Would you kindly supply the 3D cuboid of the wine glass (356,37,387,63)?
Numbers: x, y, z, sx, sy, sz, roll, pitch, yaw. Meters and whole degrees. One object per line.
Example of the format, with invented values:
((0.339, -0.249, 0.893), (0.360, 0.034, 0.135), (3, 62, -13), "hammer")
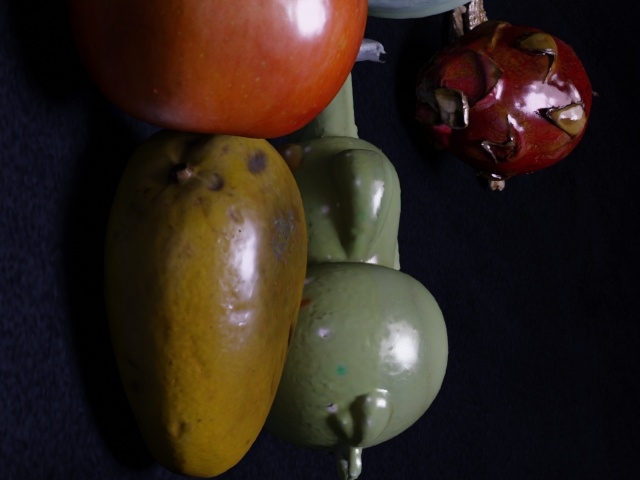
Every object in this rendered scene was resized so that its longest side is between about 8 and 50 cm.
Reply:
((-0.025, -0.220, 1.142), (0.126, 0.126, 0.241), (-18, 107, -68), "wine glass")

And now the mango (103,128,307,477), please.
((-0.059, 0.033, 1.063), (0.137, 0.098, 0.195), (-42, 131, -68), "mango")

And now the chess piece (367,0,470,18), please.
((0.073, -0.246, 1.340), (0.299, 0.194, 0.195), (-25, 111, -76), "chess piece")

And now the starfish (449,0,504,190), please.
((0.152, -0.145, 1.680), (0.150, 0.053, 0.210), (-41, 124, -69), "starfish")

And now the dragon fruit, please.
((0.164, -0.116, 1.580), (0.125, 0.125, 0.246), (46, 22, 13), "dragon fruit")

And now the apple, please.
((-0.053, -0.124, 1.017), (0.163, 0.163, 0.139), (-18, 113, -68), "apple")

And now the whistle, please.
((-0.009, 0.002, 1.199), (0.141, 0.141, 0.294), (25, 46, -66), "whistle")
